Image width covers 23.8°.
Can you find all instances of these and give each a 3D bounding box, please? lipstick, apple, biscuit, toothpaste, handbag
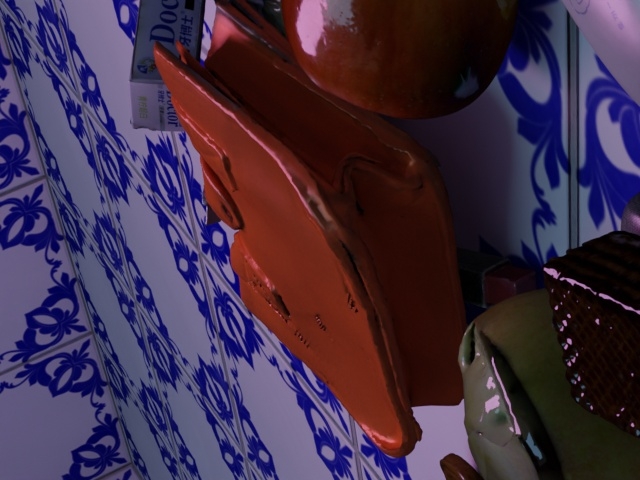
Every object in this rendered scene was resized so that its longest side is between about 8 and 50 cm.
[{"bbox_3d":[0.121,0.030,1.442,0.312,0.051,0.051,14,129,65],"label":"lipstick"},{"bbox_3d":[0.201,0.128,1.136,0.207,0.174,0.188,23,-135,-46],"label":"apple"},{"bbox_3d":[0.061,-0.193,1.131,0.199,0.199,0.199,54,159,32],"label":"apple"},{"bbox_3d":[0.181,0.288,1.599,0.175,0.026,0.124,39,165,51],"label":"biscuit"},{"bbox_3d":[-0.145,-0.267,1.524,0.081,0.067,0.336,95,177,-58],"label":"toothpaste"},{"bbox_3d":[0.259,0.091,0.834,0.388,0.073,0.107,29,140,62],"label":"biscuit"},{"bbox_3d":[0.000,0.000,1.407,0.303,0.116,0.410,41,160,34],"label":"handbag"}]

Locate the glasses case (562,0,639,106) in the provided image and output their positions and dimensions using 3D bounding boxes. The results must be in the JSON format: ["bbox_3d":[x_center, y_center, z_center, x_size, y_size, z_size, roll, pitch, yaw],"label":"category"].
[{"bbox_3d":[0.183,-0.180,0.963,0.233,0.059,0.092,62,164,13],"label":"glasses case"}]

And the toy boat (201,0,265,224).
[{"bbox_3d":[-0.084,-0.157,1.555,0.220,0.067,0.291,55,-141,-81],"label":"toy boat"}]

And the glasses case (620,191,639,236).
[{"bbox_3d":[0.302,0.068,0.921,0.323,0.074,0.131,40,148,53],"label":"glasses case"}]

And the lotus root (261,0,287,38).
[{"bbox_3d":[0.011,-0.152,1.479,0.183,0.078,0.204,-132,25,-60],"label":"lotus root"}]
